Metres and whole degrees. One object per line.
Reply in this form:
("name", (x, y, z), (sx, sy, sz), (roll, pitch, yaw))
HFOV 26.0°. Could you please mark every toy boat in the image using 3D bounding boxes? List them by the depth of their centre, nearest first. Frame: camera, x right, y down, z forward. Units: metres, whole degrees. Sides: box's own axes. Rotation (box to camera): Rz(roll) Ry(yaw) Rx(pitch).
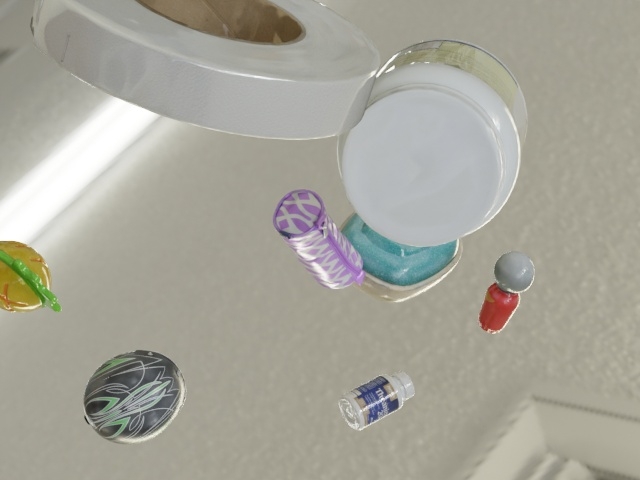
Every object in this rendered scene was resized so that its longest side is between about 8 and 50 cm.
("toy boat", (0.192, 0.020, 2.258), (0.267, 0.318, 0.148), (-43, 158, -50))

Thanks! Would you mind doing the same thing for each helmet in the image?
("helmet", (-0.318, 0.267, 2.365), (0.169, 0.169, 0.161), (-47, -167, -22))

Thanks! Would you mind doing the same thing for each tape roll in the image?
("tape roll", (-0.126, -0.226, 1.534), (0.392, 0.392, 0.072), (-100, -153, -63))

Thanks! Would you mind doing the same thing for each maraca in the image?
("maraca", (-0.445, 0.056, 2.051), (0.099, 0.127, 0.185), (-50, -147, -18))

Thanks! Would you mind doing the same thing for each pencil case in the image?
("pencil case", (0.000, 0.000, 2.090), (0.088, 0.206, 0.086), (13, -110, 26))

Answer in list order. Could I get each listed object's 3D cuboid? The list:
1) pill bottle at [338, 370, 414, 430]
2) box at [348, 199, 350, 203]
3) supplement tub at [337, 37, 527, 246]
("pill bottle", (0.096, 0.266, 2.334), (0.120, 0.067, 0.067), (-25, -162, -25))
("box", (0.094, -0.187, 2.923), (0.077, 0.180, 0.147), (0, -128, 10))
("supplement tub", (0.151, -0.132, 1.842), (0.235, 0.235, 0.325), (-29, -171, 17))
